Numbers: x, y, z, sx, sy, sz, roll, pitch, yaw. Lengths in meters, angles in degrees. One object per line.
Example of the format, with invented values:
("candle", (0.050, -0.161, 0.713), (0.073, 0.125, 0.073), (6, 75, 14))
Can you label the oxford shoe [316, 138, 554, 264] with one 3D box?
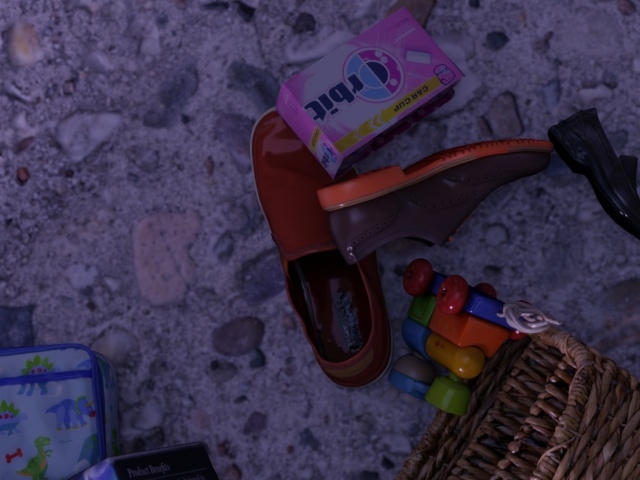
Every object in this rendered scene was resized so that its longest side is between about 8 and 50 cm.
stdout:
("oxford shoe", (0.133, -0.046, 1.514), (0.271, 0.097, 0.098), (-16, 93, -13))

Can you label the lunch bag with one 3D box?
("lunch bag", (-0.339, 0.204, 1.578), (0.219, 0.090, 0.176), (-5, 78, 8))

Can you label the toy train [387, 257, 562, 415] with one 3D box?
("toy train", (0.153, 0.116, 1.435), (0.105, 0.248, 0.143), (20, 93, -23))

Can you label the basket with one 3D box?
("basket", (0.197, 0.237, 1.414), (0.223, 0.213, 0.299), (33, 88, 12))

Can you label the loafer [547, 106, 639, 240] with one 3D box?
("loafer", (0.320, -0.072, 1.517), (0.061, 0.062, 0.170), (-36, 79, -2))

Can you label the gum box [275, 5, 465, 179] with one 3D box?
("gum box", (0.058, -0.166, 1.546), (0.188, 0.062, 0.107), (-35, 78, -20))

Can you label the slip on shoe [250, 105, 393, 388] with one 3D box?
("slip on shoe", (0.000, 0.000, 1.541), (0.123, 0.101, 0.331), (-17, 78, 9))

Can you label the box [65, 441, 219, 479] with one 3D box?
("box", (-0.202, 0.449, 1.427), (0.293, 0.212, 0.395), (-30, 76, 16))
